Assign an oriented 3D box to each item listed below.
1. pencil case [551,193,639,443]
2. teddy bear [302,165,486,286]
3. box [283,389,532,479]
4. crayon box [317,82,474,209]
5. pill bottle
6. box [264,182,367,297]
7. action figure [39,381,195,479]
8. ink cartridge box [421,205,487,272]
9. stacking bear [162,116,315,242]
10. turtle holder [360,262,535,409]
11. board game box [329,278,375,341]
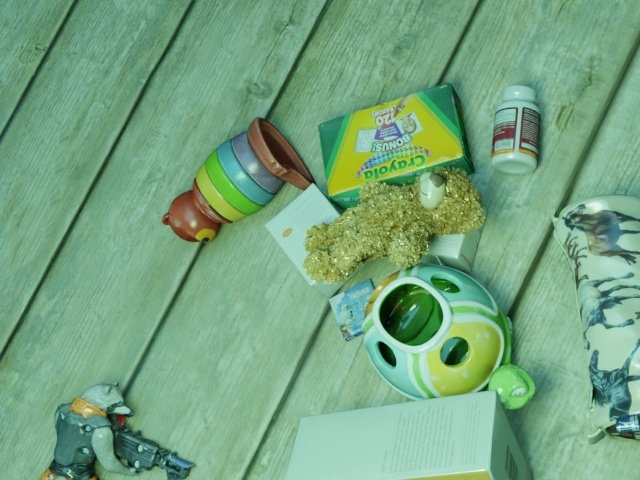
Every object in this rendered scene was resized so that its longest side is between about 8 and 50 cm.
[{"bbox_3d":[0.493,0.124,1.718,0.184,0.160,0.410,-9,67,5],"label":"pencil case"},{"bbox_3d":[0.114,-0.034,1.843,0.338,0.113,0.245,-15,27,28],"label":"teddy bear"},{"bbox_3d":[0.145,0.395,1.702,0.345,0.215,0.168,-12,34,23],"label":"box"},{"bbox_3d":[0.144,-0.180,2.034,0.279,0.081,0.165,-16,65,18],"label":"crayon box"},{"bbox_3d":[0.364,-0.205,1.943,0.086,0.086,0.152,0,71,24],"label":"pill bottle"},{"bbox_3d":[0.000,0.000,2.025,0.130,0.091,0.170,-41,60,5],"label":"box"},{"bbox_3d":[-0.429,0.435,2.008,0.341,0.178,0.330,8,81,26],"label":"action figure"},{"bbox_3d":[0.236,-0.009,1.922,0.090,0.092,0.143,11,75,28],"label":"ink cartridge box"},{"bbox_3d":[-0.186,-0.101,2.117,0.289,0.175,0.164,-37,62,16],"label":"stacking bear"},{"bbox_3d":[0.202,0.183,1.786,0.243,0.227,0.320,-28,62,11],"label":"turtle holder"},{"bbox_3d":[0.071,0.132,1.984,0.090,0.020,0.090,-28,61,12],"label":"board game box"}]
